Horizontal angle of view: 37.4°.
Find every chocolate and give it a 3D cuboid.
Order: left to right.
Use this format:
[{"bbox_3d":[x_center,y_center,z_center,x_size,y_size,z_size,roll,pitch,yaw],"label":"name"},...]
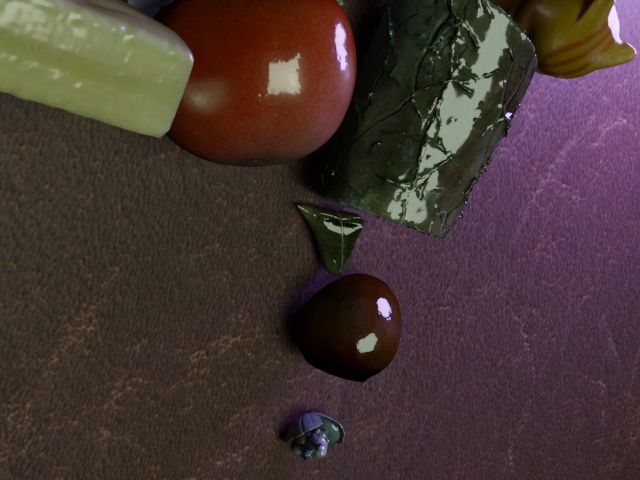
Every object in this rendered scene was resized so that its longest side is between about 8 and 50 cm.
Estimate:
[{"bbox_3d":[0.048,0.125,1.447,0.177,0.177,0.177,-17,119,-34],"label":"chocolate"}]

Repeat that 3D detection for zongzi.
[{"bbox_3d":[0.000,0.000,1.432,0.113,0.052,0.104,8,109,-28],"label":"zongzi"}]

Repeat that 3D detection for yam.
[{"bbox_3d":[0.146,-0.180,1.352,0.241,0.241,0.348,19,98,-43],"label":"yam"}]

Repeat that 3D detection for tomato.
[{"bbox_3d":[-0.084,-0.202,1.121,0.256,0.256,0.224,-1,85,-40],"label":"tomato"}]

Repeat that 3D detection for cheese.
[{"bbox_3d":[-0.295,-0.216,0.949,0.265,0.242,0.124,14,109,-43],"label":"cheese"}]

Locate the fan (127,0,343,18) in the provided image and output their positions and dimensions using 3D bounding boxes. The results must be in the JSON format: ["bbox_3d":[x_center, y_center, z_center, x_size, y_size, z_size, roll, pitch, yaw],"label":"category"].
[{"bbox_3d":[-0.102,-0.305,1.233,0.329,0.009,0.191,-14,119,-33],"label":"fan"}]

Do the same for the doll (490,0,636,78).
[{"bbox_3d":[0.330,-0.335,1.430,0.162,0.269,0.166,-49,135,8],"label":"doll"}]

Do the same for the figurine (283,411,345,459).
[{"bbox_3d":[-0.015,0.323,1.537,0.082,0.094,0.086,53,34,-2],"label":"figurine"}]
